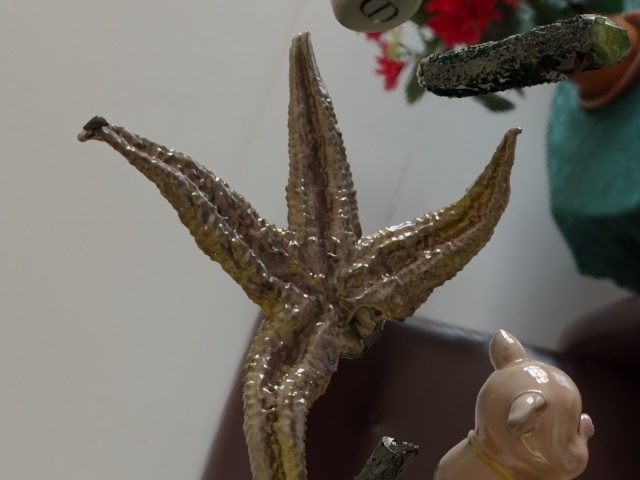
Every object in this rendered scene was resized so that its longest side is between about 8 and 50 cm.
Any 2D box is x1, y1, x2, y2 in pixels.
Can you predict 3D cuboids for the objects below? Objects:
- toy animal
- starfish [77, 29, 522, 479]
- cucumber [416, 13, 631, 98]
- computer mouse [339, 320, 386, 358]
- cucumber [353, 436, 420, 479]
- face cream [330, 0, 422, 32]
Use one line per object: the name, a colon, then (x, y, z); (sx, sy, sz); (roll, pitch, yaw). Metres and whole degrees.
toy animal: (0.217, 0.249, 1.441); (0.165, 0.149, 0.248); (-116, 40, -59)
starfish: (-0.001, 0.003, 1.107); (0.398, 0.384, 0.132); (-33, -5, -24)
cucumber: (0.144, -0.137, 0.976); (0.257, 0.043, 0.044); (2, 70, 64)
computer mouse: (0.029, 0.071, 1.260); (0.079, 0.047, 0.135); (-43, 39, 11)
cucumber: (0.061, 0.321, 1.594); (0.181, 0.053, 0.053); (-57, 18, 12)
face cream: (0.021, -0.333, 1.140); (0.089, 0.143, 0.314); (-25, 61, 22)
